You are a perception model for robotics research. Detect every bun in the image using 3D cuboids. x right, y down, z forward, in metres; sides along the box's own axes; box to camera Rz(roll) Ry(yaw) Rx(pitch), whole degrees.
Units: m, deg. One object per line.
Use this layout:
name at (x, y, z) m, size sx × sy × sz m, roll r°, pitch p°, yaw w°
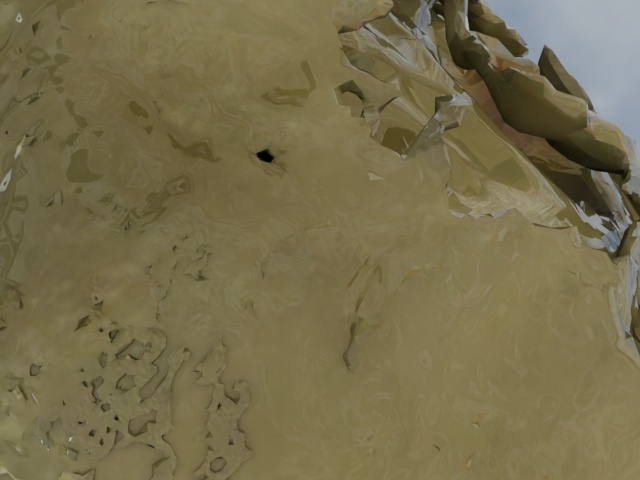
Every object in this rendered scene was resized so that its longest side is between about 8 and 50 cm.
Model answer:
bun at (0.000, 0.000, 0.473) m, size 0.152 × 0.259 × 0.259 m, roll -39°, pitch -87°, yaw 18°
